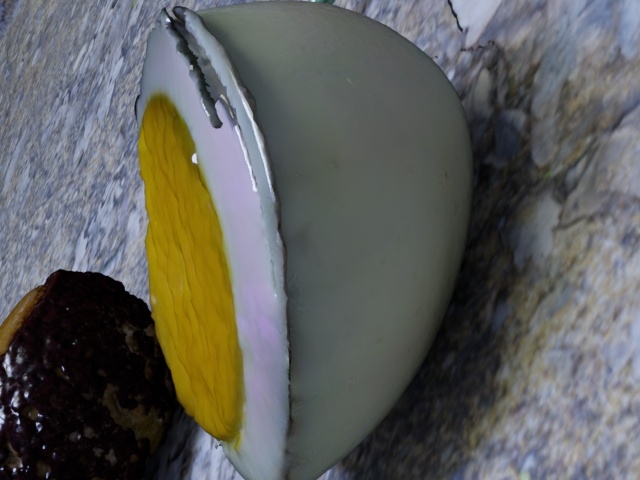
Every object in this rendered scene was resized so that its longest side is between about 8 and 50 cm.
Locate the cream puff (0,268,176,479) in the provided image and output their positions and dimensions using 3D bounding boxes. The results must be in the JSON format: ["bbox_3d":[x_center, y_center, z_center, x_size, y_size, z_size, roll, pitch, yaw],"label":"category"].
[{"bbox_3d":[-0.215,0.144,1.271,0.239,0.165,0.239,-53,11,16],"label":"cream puff"}]

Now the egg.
[{"bbox_3d":[0.002,0.000,0.891,0.264,0.174,0.286,-143,47,-65],"label":"egg"}]

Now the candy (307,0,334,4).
[{"bbox_3d":[0.018,-0.199,1.154,0.335,0.093,0.092,-46,23,32],"label":"candy"}]
